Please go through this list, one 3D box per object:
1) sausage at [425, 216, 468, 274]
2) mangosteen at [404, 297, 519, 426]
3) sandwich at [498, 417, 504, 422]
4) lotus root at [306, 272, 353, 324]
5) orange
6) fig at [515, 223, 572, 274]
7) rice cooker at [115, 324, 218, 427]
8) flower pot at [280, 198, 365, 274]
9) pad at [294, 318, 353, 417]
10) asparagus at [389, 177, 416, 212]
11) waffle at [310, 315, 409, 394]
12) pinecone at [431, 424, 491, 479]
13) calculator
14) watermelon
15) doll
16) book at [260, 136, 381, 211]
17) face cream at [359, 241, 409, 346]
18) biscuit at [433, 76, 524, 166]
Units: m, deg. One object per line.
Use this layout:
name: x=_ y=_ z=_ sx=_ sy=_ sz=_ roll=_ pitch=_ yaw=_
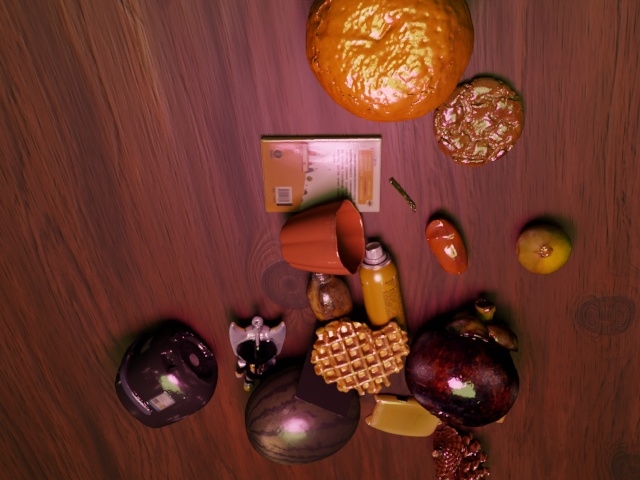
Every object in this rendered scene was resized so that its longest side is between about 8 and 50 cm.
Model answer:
sausage: x=0.329 y=0.011 z=1.768 sx=0.089 sy=0.089 sz=0.179 roll=-21 pitch=115 yaw=14
mangosteen: x=0.391 y=0.349 z=1.857 sx=0.330 sy=0.330 sz=0.330 roll=1 pitch=121 yaw=1
sandwich: x=0.475 y=0.492 z=2.066 sx=0.193 sy=0.058 sz=0.162 roll=9 pitch=122 yaw=-6
lotus root: x=0.023 y=0.152 z=1.840 sx=0.120 sy=0.120 sz=0.209 roll=-12 pitch=122 yaw=9
orange: x=0.142 y=-0.412 z=1.392 sx=0.341 sy=0.293 sz=0.340 roll=4 pitch=108 yaw=12
fig: x=0.571 y=0.021 z=1.745 sx=0.153 sy=0.120 sz=0.136 roll=25 pitch=116 yaw=-39
rice cooker: x=-0.428 y=0.378 z=1.918 sx=0.224 sy=0.267 sz=0.267 roll=-33 pitch=115 yaw=19
flower pot: x=0.000 y=0.000 z=1.710 sx=0.173 sy=0.190 sz=0.190 roll=-6 pitch=122 yaw=24
pad: x=0.032 y=0.343 z=1.886 sx=0.160 sy=0.265 sz=0.009 roll=25 pitch=146 yaw=-12
asparagus: x=0.212 y=-0.114 z=1.728 sx=0.015 sy=0.014 sz=0.114 roll=-44 pitch=112 yaw=1
waffle: x=0.103 y=0.296 z=1.816 sx=0.253 sy=0.056 sz=0.249 roll=35 pitch=101 yaw=-13
pinecone: x=0.440 y=0.697 z=2.125 sx=0.169 sy=0.185 sz=0.212 roll=-7 pitch=139 yaw=34
calculator: x=0.268 y=0.552 z=2.124 sx=0.237 sy=0.033 sz=0.157 roll=11 pitch=120 yaw=-7
watermelon: x=-0.039 y=0.492 z=1.947 sx=0.360 sy=0.279 sz=0.278 roll=-8 pitch=126 yaw=-28
doll: x=-0.178 y=0.326 z=1.959 sx=0.146 sy=0.103 sz=0.316 roll=16 pitch=131 yaw=13
book: x=0.003 y=-0.163 z=1.702 sx=0.296 sy=0.020 sz=0.207 roll=0 pitch=122 yaw=1
face cream: x=0.170 y=0.159 z=1.845 sx=0.105 sy=0.105 sz=0.348 roll=-8 pitch=121 yaw=7
biscuit: x=0.375 y=-0.276 z=1.610 sx=0.226 sy=0.042 sz=0.225 roll=1 pitch=123 yaw=1
